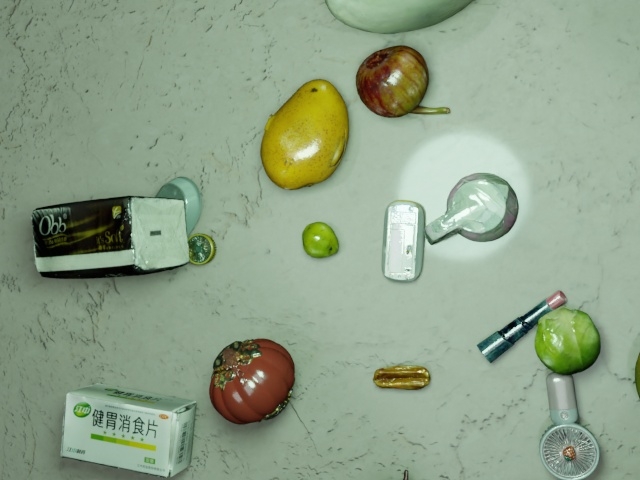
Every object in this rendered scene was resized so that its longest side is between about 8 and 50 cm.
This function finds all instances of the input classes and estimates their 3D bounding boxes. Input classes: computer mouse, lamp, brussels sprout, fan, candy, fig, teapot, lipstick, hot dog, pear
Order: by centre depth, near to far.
[{"bbox_3d":[0.197,-0.589,1.629,0.387,0.427,0.186,-13,78,1],"label":"candy"},{"bbox_3d":[0.552,0.228,1.680,0.155,0.117,0.155,0,74,0],"label":"brussels sprout"},{"bbox_3d":[0.558,0.421,1.701,0.130,0.074,0.244,-9,87,16],"label":"fan"},{"bbox_3d":[0.337,-0.076,1.704,0.222,0.178,0.163,-4,89,16],"label":"teapot"},{"bbox_3d":[0.475,0.198,1.740,0.234,0.053,0.053,-38,81,8],"label":"lipstick"},{"bbox_3d":[0.186,-0.354,1.771,0.175,0.207,0.175,-22,43,22],"label":"fig"},{"bbox_3d":[0.199,0.001,1.810,0.102,0.045,0.198,2,91,14],"label":"computer mouse"},{"bbox_3d":[0.196,0.335,1.817,0.144,0.038,0.062,-5,92,17],"label":"hot dog"},{"bbox_3d":[-0.171,0.337,1.821,0.227,0.227,0.226,0,90,15],"label":"lamp"},{"bbox_3d":[0.000,0.000,1.844,0.097,0.092,0.092,18,95,15],"label":"pear"},{"bbox_3d":[-0.387,-0.058,1.953,0.128,0.079,0.230,40,109,26],"label":"computer mouse"},{"bbox_3d":[-0.344,0.035,1.962,0.155,0.039,0.082,-22,85,16],"label":"fan"}]

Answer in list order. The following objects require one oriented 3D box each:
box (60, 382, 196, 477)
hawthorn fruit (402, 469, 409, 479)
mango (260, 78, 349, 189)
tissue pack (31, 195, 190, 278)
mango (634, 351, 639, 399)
[{"bbox_3d":[-0.496,0.493,1.951,0.333,0.145,0.173,6,93,16],"label":"box"},{"bbox_3d":[0.149,0.657,1.756,0.208,0.208,0.248,36,81,12],"label":"hawthorn fruit"},{"bbox_3d":[-0.026,-0.257,1.820,0.191,0.160,0.290,19,86,21],"label":"mango"},{"bbox_3d":[-0.529,-0.004,1.882,0.370,0.210,0.198,-4,87,31],"label":"tissue pack"},{"bbox_3d":[0.777,0.348,1.617,0.146,0.129,0.289,-23,93,12],"label":"mango"}]
